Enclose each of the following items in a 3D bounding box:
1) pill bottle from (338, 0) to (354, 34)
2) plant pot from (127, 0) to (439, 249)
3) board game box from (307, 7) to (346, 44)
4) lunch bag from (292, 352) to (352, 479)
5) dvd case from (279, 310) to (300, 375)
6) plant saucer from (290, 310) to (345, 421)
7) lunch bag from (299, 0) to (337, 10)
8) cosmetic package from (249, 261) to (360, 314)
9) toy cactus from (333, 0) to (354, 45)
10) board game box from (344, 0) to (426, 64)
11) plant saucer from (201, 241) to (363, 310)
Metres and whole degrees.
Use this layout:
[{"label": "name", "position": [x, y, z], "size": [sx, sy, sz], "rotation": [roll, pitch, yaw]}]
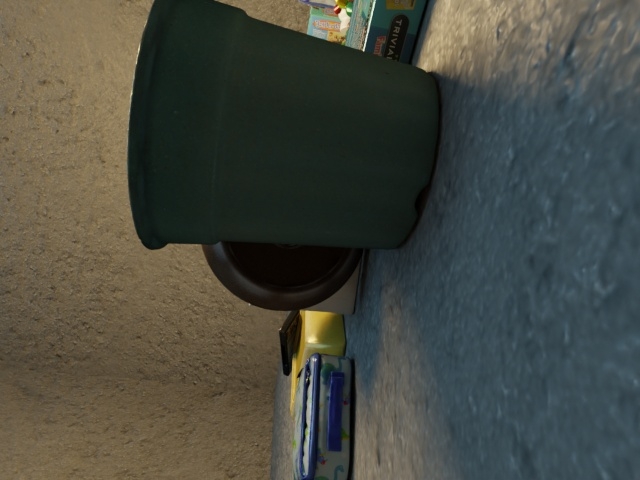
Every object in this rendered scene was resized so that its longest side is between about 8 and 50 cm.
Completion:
[{"label": "pill bottle", "position": [0.095, -0.640, 1.217], "size": [0.086, 0.085, 0.152], "rotation": [-137, 54, -83]}, {"label": "plant pot", "position": [-0.039, -0.135, 0.623], "size": [0.341, 0.333, 0.342], "rotation": [-172, 90, -84]}, {"label": "board game box", "position": [0.033, -0.691, 1.529], "size": [0.210, 0.159, 0.047], "rotation": [118, 160, -71]}, {"label": "lunch bag", "position": [0.003, 0.323, 0.814], "size": [0.176, 0.090, 0.219], "rotation": [113, 163, -57]}, {"label": "dvd case", "position": [-0.062, 0.260, 1.303], "size": [0.180, 0.022, 0.253], "rotation": [-55, -21, -37]}, {"label": "plant saucer", "position": [-0.017, 0.266, 1.115], "size": [0.333, 0.080, 0.333], "rotation": [-91, 11, -60]}, {"label": "lunch bag", "position": [0.034, -0.790, 1.250], "size": [0.303, 0.242, 0.115], "rotation": [110, 167, -60]}, {"label": "cosmetic package", "position": [-0.019, -0.057, 0.931], "size": [0.156, 0.216, 0.386], "rotation": [-165, 81, -83]}, {"label": "toy cactus", "position": [0.081, -0.521, 1.092], "size": [0.180, 0.112, 0.219], "rotation": [148, 124, -59]}, {"label": "board game box", "position": [0.100, -0.368, 0.841], "size": [0.336, 0.079, 0.254], "rotation": [-90, 10, -53]}, {"label": "plant saucer", "position": [-0.058, -0.028, 0.806], "size": [0.050, 0.310, 0.311], "rotation": [166, 112, -77]}]
